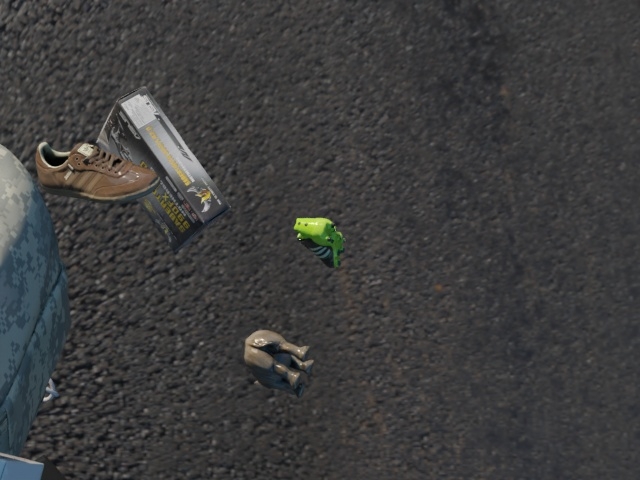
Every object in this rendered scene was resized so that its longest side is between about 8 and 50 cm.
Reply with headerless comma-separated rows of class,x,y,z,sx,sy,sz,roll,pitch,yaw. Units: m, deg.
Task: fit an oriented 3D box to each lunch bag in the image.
lunch bag,-0.389,0.062,0.935,0.213,0.256,0.305,7,35,-1

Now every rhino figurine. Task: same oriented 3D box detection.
rhino figurine,-0.069,0.203,1.471,0.106,0.243,0.073,21,71,10

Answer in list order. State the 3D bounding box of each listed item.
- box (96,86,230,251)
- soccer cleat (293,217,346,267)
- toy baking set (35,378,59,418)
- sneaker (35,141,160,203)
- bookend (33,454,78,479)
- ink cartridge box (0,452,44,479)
box,-0.255,-0.107,1.460,0.056,0.183,0.231,-36,92,-28
soccer cleat,0.000,0.000,1.611,0.072,0.179,0.060,12,72,15
toy baking set,-0.446,0.164,1.243,0.197,0.256,0.030,39,53,-9
sneaker,-0.315,-0.097,1.272,0.066,0.188,0.071,-63,150,-51
bookend,-0.496,0.390,1.455,0.157,0.072,0.156,41,39,16
ink cartridge box,-0.301,0.191,0.747,0.122,0.088,0.052,13,76,6
